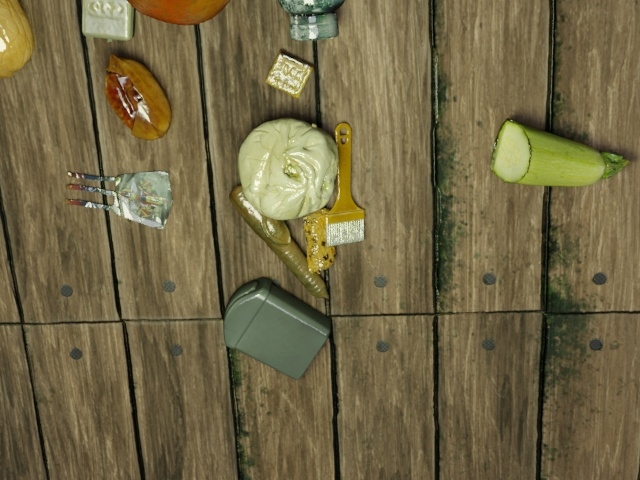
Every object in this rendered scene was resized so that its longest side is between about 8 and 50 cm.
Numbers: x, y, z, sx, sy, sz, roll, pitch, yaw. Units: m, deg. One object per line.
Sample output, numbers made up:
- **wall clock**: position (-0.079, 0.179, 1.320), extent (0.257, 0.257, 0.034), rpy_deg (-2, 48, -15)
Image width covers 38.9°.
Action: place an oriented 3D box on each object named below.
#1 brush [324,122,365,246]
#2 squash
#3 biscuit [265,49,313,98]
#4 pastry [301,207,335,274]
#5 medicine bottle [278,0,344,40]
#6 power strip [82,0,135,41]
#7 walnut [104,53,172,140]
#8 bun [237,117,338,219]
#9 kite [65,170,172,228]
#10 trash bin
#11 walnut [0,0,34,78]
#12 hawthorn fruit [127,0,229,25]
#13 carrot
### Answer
- **brush**: position (0.053, -0.125, 2.007), extent (0.103, 0.013, 0.272), rpy_deg (-9, 106, -29)
- **squash**: position (0.516, -0.158, 1.928), extent (0.287, 0.137, 0.137), rpy_deg (15, 110, -4)
- **biscuit**: position (-0.067, -0.358, 1.951), extent (0.083, 0.018, 0.081), rpy_deg (26, 109, -5)
- **pastry**: position (0.000, 0.000, 2.041), extent (0.080, 0.056, 0.140), rpy_deg (-20, 112, -35)
- **medicine bottle**: position (-0.022, -0.553, 1.814), extent (0.141, 0.141, 0.293), rpy_deg (-3, 108, 5)
- **power strip**: position (-0.437, -0.540, 1.885), extent (0.105, 0.070, 0.256), rpy_deg (7, 111, 2)
- **walnut**: position (-0.395, -0.308, 1.944), extent (0.116, 0.116, 0.207), rpy_deg (-25, 106, 12)
- **bun**: position (-0.066, -0.152, 1.939), extent (0.229, 0.145, 0.229), rpy_deg (-1, 100, -7)
- **kite**: position (-0.459, -0.104, 2.067), extent (0.245, 0.015, 0.141), rpy_deg (8, 108, -3)
- **trash bin**: position (-0.112, 0.200, 2.109), extent (0.236, 0.101, 0.176), rpy_deg (30, 107, -9)
- **walnut**: position (-0.700, -0.444, 1.881), extent (0.193, 0.193, 0.225), rpy_deg (-29, 109, 13)
- **hawthorn fruit**: position (-0.265, -0.553, 1.742), extent (0.277, 0.298, 0.277), rpy_deg (-3, 106, -9)
- **carrot**: position (-0.084, 0.010, 2.059), extent (0.070, 0.070, 0.342), rpy_deg (-36, 105, 15)
